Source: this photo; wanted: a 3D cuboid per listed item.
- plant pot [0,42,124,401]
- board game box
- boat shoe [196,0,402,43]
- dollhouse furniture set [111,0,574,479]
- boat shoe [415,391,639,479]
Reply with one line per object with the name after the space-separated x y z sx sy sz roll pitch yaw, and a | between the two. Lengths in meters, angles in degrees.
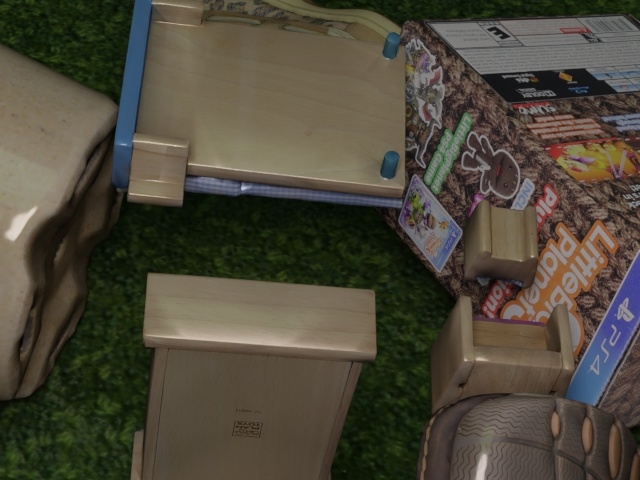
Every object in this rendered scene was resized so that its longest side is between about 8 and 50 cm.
-0.309 -0.037 1.096 0.305 0.334 0.334 20 49 3 | plant pot
0.203 -0.025 1.122 0.232 0.141 0.291 -7 43 -36 | board game box
-0.007 -0.142 1.318 0.285 0.104 0.089 27 56 37 | boat shoe
0.000 0.000 1.078 0.286 0.198 0.303 5 54 -6 | dollhouse furniture set
0.118 0.181 0.865 0.130 0.355 0.132 -1 62 29 | boat shoe
